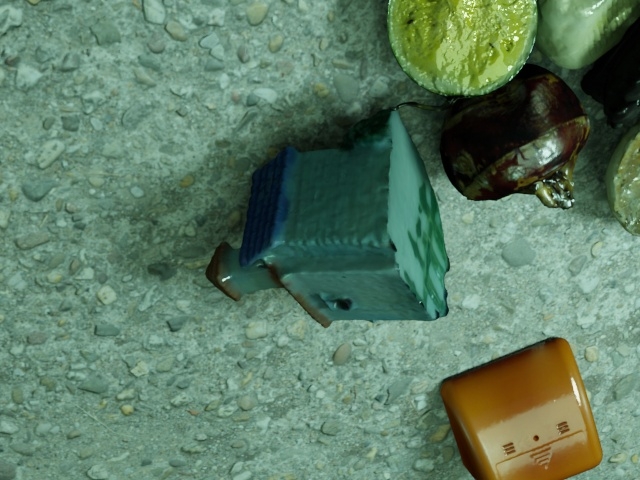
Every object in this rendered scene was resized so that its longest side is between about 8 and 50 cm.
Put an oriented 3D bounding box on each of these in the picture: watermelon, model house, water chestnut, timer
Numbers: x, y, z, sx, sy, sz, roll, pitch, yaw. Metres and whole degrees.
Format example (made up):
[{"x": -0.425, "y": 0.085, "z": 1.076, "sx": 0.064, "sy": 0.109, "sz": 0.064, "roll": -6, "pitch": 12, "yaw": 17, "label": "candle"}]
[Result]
[{"x": 0.195, "y": -0.303, "z": 1.346, "sx": 0.204, "sy": 0.127, "sz": 0.232, "roll": -1, "pitch": 105, "yaw": 5, "label": "watermelon"}, {"x": 0.000, "y": 0.000, "z": 1.461, "sx": 0.329, "sy": 0.252, "sz": 0.295, "roll": -11, "pitch": 150, "yaw": 19, "label": "model house"}, {"x": 0.288, "y": -0.139, "z": 1.420, "sx": 0.223, "sy": 0.223, "sz": 0.238, "roll": -29, "pitch": 91, "yaw": 5, "label": "water chestnut"}, {"x": 0.378, "y": 0.330, "z": 1.807, "sx": 0.257, "sy": 0.161, "sz": 0.250, "roll": -21, "pitch": 109, "yaw": -1, "label": "timer"}]

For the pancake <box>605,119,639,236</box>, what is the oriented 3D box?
[{"x": 0.606, "y": -0.163, "z": 1.526, "sx": 0.387, "sy": 0.082, "sz": 0.387, "roll": -23, "pitch": 138, "yaw": -22, "label": "pancake"}]

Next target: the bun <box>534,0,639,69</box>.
[{"x": 0.381, "y": -0.361, "z": 1.358, "sx": 0.229, "sy": 0.145, "sz": 0.229, "roll": -38, "pitch": 161, "yaw": -16, "label": "bun"}]

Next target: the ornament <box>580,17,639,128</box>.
[{"x": 0.483, "y": -0.266, "z": 1.370, "sx": 0.106, "sy": 0.260, "sz": 0.251, "roll": 36, "pitch": 110, "yaw": 1, "label": "ornament"}]
